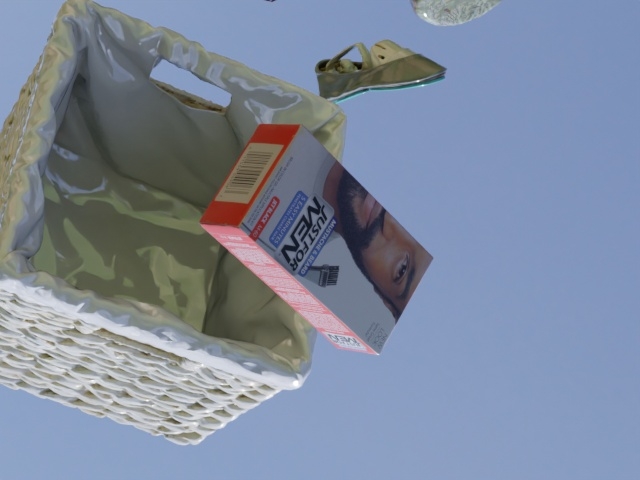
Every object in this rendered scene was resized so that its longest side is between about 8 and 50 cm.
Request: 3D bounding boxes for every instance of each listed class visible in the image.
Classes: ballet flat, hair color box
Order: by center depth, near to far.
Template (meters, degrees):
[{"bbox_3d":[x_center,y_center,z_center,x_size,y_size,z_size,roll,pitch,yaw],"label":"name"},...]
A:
[{"bbox_3d":[0.000,0.000,1.264,0.053,0.167,0.093,7,-119,49],"label":"hair color box"},{"bbox_3d":[0.065,-0.209,2.080,0.072,0.068,0.213,-21,-171,-38],"label":"ballet flat"}]

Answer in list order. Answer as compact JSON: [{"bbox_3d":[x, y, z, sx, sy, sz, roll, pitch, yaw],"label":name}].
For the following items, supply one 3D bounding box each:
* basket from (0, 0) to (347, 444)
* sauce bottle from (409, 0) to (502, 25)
[{"bbox_3d":[-0.183,-0.009,1.746,0.266,0.328,0.331,-39,-144,54],"label":"basket"},{"bbox_3d":[0.079,-0.367,1.688,0.111,0.111,0.344,-33,-122,17],"label":"sauce bottle"}]
